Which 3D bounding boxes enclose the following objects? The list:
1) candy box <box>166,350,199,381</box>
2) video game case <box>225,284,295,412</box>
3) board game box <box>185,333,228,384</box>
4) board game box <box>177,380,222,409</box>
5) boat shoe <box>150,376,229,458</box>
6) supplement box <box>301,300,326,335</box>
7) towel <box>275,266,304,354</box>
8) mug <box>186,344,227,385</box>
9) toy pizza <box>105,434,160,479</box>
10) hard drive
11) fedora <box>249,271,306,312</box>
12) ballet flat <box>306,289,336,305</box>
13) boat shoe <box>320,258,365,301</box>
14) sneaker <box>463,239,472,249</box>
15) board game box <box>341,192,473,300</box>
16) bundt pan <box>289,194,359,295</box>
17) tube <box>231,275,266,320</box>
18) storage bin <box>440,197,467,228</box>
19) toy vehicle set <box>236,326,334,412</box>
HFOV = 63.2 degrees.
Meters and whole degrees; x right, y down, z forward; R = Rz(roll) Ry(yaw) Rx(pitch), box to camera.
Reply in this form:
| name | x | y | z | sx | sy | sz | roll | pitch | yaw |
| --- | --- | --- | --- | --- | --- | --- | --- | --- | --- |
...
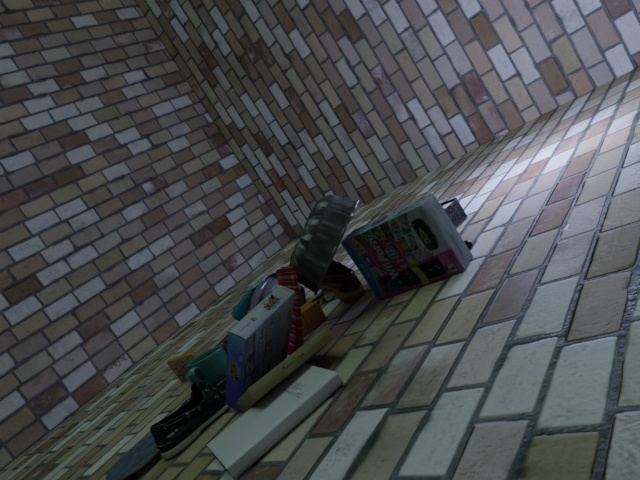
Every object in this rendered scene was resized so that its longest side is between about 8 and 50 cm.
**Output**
| name | x | y | z | sx | sy | sz | roll | pitch | yaw |
| --- | --- | --- | --- | --- | --- | --- | --- | --- | --- |
| candy box | -0.525 | 0.500 | 2.061 | 0.206 | 0.105 | 0.027 | -26 | 10 | 42 |
| video game case | -0.166 | 0.295 | 1.437 | 0.061 | 0.269 | 0.244 | 20 | 33 | 19 |
| board game box | -0.320 | 0.372 | 1.951 | 0.319 | 0.066 | 0.318 | -43 | 1 | 32 |
| board game box | -0.371 | 0.507 | 1.688 | 0.186 | 0.026 | 0.126 | -25 | 11 | 45 |
| boat shoe | -0.347 | 0.467 | 1.509 | 0.340 | 0.113 | 0.127 | -38 | 9 | -35 |
| supplement box | -0.094 | 0.295 | 1.724 | 0.233 | 0.080 | 0.078 | -38 | 10 | -24 |
| towel | -0.092 | 0.217 | 1.578 | 0.031 | 0.274 | 0.199 | -6 | -1 | -17 |
| mug | -0.371 | 0.427 | 1.714 | 0.158 | 0.097 | 0.129 | -30 | 4 | -35 |
| toy pizza | -0.524 | 0.630 | 1.500 | 0.201 | 0.032 | 0.201 | -31 | 8 | 5 |
| hard drive | -0.109 | 0.405 | 1.209 | 0.307 | 0.040 | 0.203 | -36 | 8 | -24 |
| fedora | -0.131 | 0.238 | 1.868 | 0.124 | 0.243 | 0.275 | 3 | 11 | 23 |
| ballet flat | 0.014 | 0.215 | 1.945 | 0.168 | 0.057 | 0.052 | -32 | 34 | 29 |
| boat shoe | 0.040 | 0.110 | 1.865 | 0.123 | 0.123 | 0.342 | -26 | 22 | -15 |
| sneaker | 0.361 | 0.021 | 1.560 | 0.170 | 0.089 | 0.051 | -31 | 7 | 14 |
| board game box | 0.245 | 0.026 | 1.506 | 0.303 | 0.224 | 0.097 | -27 | 12 | 41 |
| bundt pan | 0.000 | 0.000 | 1.640 | 0.331 | 0.124 | 0.330 | 25 | -90 | -89 |
| tube | -0.261 | 0.211 | 1.883 | 0.207 | 0.052 | 0.080 | -55 | 0 | 36 |
| storage bin | 0.428 | -0.067 | 1.874 | 0.180 | 0.084 | 0.122 | -39 | 10 | -35 |
| toy vehicle set | -0.091 | 0.336 | 1.351 | 0.267 | 0.035 | 0.166 | -33 | -12 | -32 |
